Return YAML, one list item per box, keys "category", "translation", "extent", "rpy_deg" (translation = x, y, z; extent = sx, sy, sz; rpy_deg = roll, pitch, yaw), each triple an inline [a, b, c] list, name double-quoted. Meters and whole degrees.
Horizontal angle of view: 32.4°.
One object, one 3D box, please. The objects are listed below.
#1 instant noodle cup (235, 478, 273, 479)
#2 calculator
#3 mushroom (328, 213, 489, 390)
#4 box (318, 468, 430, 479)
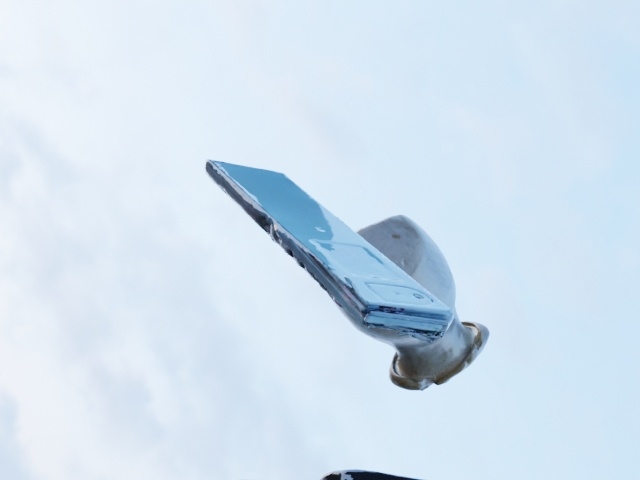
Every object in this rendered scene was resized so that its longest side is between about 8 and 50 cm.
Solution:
- category: "instant noodle cup"
  translation: [0.008, 0.203, 0.566]
  extent: [0.144, 0.182, 0.182]
  rpy_deg: [18, -18, -25]
- category: "calculator"
  translation: [0.000, 0.000, 0.541]
  extent: [0.172, 0.057, 0.018]
  rpy_deg: [42, -66, 49]
- category: "mushroom"
  translation: [0.071, 0.053, 0.915]
  extent: [0.088, 0.097, 0.212]
  rpy_deg: [20, -25, 33]
- category: "box"
  translation: [0.121, 0.322, 1.000]
  extent: [0.289, 0.073, 0.290]
  rpy_deg: [9, -47, 4]
